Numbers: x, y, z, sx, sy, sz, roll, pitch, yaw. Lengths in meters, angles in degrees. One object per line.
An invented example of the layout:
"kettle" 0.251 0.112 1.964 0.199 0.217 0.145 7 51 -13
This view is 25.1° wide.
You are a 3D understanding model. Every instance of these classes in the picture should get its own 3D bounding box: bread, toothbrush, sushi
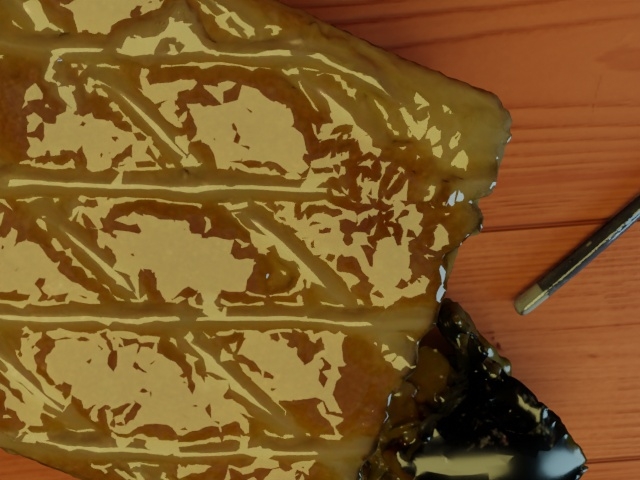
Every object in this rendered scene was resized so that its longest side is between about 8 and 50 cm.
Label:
"bread" -0.110 -0.013 1.068 0.390 0.279 0.371 22 99 -5
"toothbrush" 0.281 -0.030 1.264 0.288 0.024 0.026 -42 123 13
"sushi" 0.097 0.177 1.261 0.204 0.213 0.200 -37 88 -2
